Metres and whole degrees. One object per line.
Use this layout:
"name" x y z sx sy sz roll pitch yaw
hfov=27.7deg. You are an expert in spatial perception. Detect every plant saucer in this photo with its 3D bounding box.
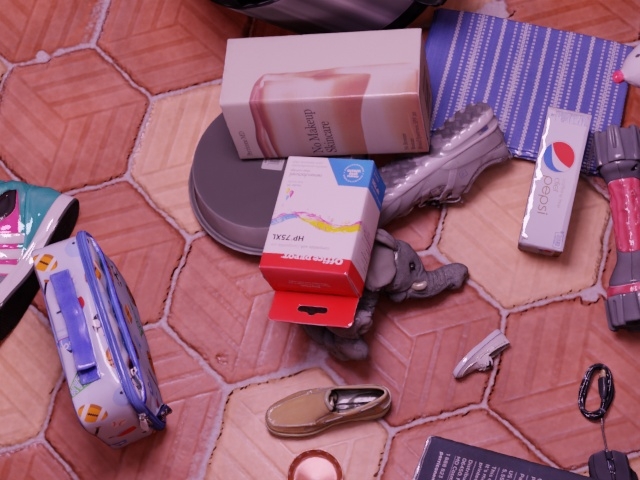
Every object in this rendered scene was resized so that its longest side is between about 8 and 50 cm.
"plant saucer" -0.007 0.346 1.892 0.083 0.013 0.084 -2 69 5

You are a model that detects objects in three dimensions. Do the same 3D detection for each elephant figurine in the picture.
"elephant figurine" 0.073 0.050 1.932 0.169 0.186 0.239 28 66 40

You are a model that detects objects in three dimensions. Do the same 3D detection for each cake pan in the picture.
"cake pan" -0.070 -0.116 2.022 0.293 0.054 0.293 -5 60 9

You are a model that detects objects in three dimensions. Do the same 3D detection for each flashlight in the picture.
"flashlight" 0.458 -0.020 1.926 0.103 0.103 0.304 1 76 -26

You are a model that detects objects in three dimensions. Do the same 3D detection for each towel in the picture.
"towel" 0.317 -0.239 2.079 0.335 0.040 0.243 13 69 7

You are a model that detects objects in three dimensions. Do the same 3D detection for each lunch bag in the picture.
"lunch bag" -0.315 0.149 1.868 0.114 0.243 0.303 -21 68 -3

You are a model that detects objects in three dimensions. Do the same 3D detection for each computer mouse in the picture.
"computer mouse" 0.413 0.291 1.863 0.071 0.041 0.242 -7 68 3

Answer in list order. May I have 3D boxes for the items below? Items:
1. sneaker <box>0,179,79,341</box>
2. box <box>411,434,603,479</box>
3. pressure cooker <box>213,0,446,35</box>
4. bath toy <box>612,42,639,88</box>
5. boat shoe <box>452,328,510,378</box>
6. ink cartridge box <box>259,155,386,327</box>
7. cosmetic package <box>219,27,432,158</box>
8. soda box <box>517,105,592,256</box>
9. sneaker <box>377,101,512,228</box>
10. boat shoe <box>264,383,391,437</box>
"sneaker" -0.519 0.022 1.993 0.178 0.124 0.296 25 66 8
"box" 0.323 0.426 1.622 0.395 0.293 0.212 10 69 32
"pressure cooker" 0.004 -0.497 2.006 0.375 0.420 0.370 -21 72 33
"bath toy" 0.527 -0.137 1.895 0.129 0.151 0.348 -19 95 -5
"boat shoe" 0.240 0.175 1.925 0.100 0.035 0.035 -39 68 -17
"ink cartridge box" 0.000 0.000 1.830 0.134 0.078 0.231 4 63 20
"cosmetic package" 0.012 -0.216 1.941 0.296 0.153 0.129 -2 59 12
"soda box" 0.355 -0.087 1.969 0.069 0.074 0.216 13 84 8
"sneaker" 0.173 -0.085 1.989 0.281 0.105 0.115 -36 113 8
"boat shoe" 0.009 0.239 1.899 0.190 0.072 0.068 -14 69 -1
